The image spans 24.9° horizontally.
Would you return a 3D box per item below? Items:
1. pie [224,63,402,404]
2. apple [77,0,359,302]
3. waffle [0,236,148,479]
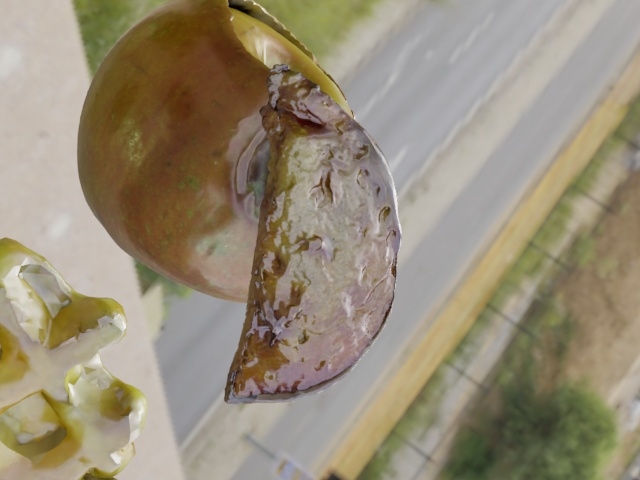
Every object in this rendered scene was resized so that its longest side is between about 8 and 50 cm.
[{"bbox_3d":[0.002,0.002,0.798,0.033,0.088,0.191,-152,-112,-79],"label":"pie"},{"bbox_3d":[-0.070,-0.074,1.101,0.237,0.237,0.207,-18,138,-62],"label":"apple"},{"bbox_3d":[-0.187,0.089,0.502,0.052,0.245,0.254,-98,-152,-62],"label":"waffle"}]
